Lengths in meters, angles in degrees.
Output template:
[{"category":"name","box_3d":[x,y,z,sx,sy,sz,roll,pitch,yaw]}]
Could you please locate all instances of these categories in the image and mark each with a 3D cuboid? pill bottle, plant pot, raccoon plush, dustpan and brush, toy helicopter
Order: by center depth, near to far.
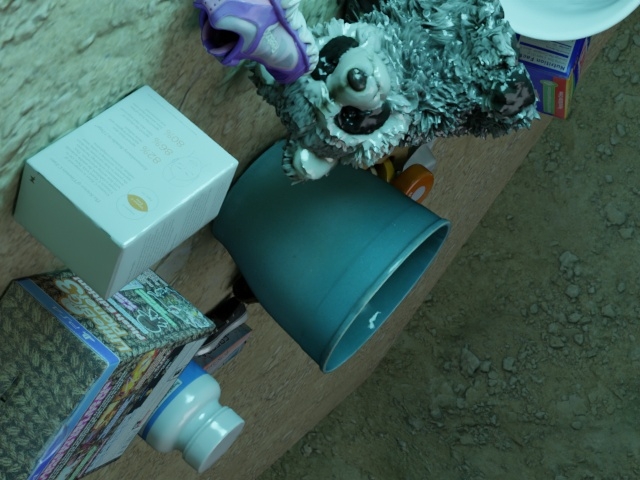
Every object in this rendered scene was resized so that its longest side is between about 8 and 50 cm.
[{"category":"raccoon plush","box_3d":[0.094,-0.155,1.604,0.299,0.216,0.446,-24,159,3]},{"category":"pill bottle","box_3d":[-0.212,0.204,1.747,0.124,0.221,0.124,-48,169,-13]},{"category":"plant pot","box_3d":[0.000,0.000,1.825,0.271,0.255,0.271,-47,168,-13]},{"category":"toy helicopter","box_3d":[0.053,-0.143,1.996,0.235,0.140,0.355,-35,153,-22]},{"category":"dustpan and brush","box_3d":[0.199,-0.162,2.593,0.211,0.060,0.147,-41,169,-9]}]

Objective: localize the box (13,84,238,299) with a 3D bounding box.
[{"category":"box","box_3d":[-0.189,-0.049,1.273,0.170,0.130,0.091,-40,165,-39]}]

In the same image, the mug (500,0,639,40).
[{"category":"mug","box_3d":[0.319,-0.409,1.747,0.374,0.276,0.328,-48,179,34]}]

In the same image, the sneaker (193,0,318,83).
[{"category":"sneaker","box_3d":[-0.071,-0.215,1.322,0.104,0.095,0.236,-42,163,-6]}]

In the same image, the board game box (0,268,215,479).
[{"category":"board game box","box_3d":[-0.290,0.161,1.522,0.232,0.141,0.291,-53,168,14]}]

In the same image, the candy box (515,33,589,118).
[{"category":"candy box","box_3d":[0.411,-0.396,2.220,0.268,0.122,0.317,42,66,-78]}]

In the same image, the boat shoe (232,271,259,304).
[{"category":"boat shoe","box_3d":[-0.070,0.044,2.045,0.095,0.095,0.257,-13,162,-27]}]

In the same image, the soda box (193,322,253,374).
[{"category":"soda box","box_3d":[-0.193,0.190,2.180,0.183,0.058,0.063,-36,161,-49]}]

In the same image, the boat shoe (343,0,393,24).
[{"category":"boat shoe","box_3d":[0.066,-0.281,1.635,0.073,0.080,0.223,-54,173,-9]}]

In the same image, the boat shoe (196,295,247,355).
[{"category":"boat shoe","box_3d":[-0.175,0.138,2.141,0.142,0.049,0.040,-38,130,-39]}]
